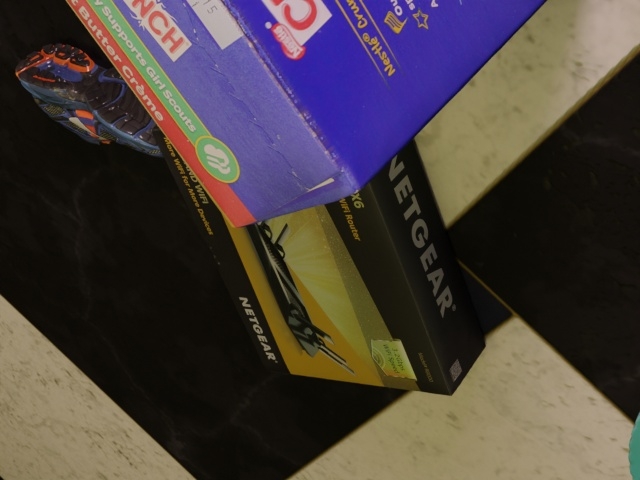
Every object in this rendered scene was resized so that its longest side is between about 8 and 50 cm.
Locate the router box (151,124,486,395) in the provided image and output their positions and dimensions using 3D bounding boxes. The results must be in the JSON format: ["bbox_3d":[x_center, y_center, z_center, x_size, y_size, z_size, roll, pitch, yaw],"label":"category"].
[{"bbox_3d":[0.000,0.000,0.951,0.243,0.081,0.309,0,124,40],"label":"router box"}]

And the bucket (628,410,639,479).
[{"bbox_3d":[0.339,0.106,0.609,0.281,0.183,0.281,23,138,23],"label":"bucket"}]

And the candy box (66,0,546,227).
[{"bbox_3d":[-0.003,-0.204,0.584,0.122,0.317,0.268,-19,111,48],"label":"candy box"}]

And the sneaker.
[{"bbox_3d":[-0.221,-0.139,1.035,0.221,0.083,0.087,28,152,27],"label":"sneaker"}]
